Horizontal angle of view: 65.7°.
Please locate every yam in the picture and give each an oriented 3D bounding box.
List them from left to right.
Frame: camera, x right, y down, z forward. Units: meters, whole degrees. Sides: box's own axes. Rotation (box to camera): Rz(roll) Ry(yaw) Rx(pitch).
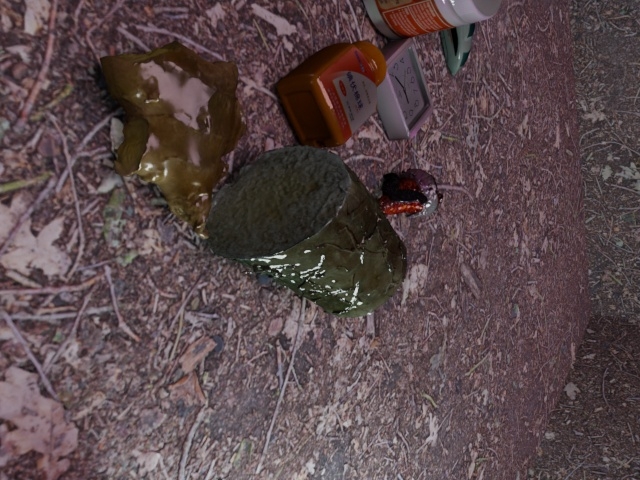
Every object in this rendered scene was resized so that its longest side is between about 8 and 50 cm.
[{"bbox_3d":[0.000,0.000,0.867,0.348,0.241,0.241,40,64,-50],"label":"yam"}]

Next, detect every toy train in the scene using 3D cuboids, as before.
[{"bbox_3d":[0.358,-0.650,1.326,0.086,0.088,0.407,-45,127,-37],"label":"toy train"}]

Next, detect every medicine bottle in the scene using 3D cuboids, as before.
[{"bbox_3d":[0.034,-0.295,0.964,0.222,0.112,0.149,-50,129,-34],"label":"medicine bottle"},{"bbox_3d":[0.244,-0.590,1.083,0.252,0.241,0.252,-7,99,-50],"label":"medicine bottle"}]

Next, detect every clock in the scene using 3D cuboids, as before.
[{"bbox_3d":[0.192,-0.358,1.180,0.150,0.063,0.197,-51,129,-32],"label":"clock"}]

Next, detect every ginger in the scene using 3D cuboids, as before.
[{"bbox_3d":[-0.194,-0.142,0.713,0.219,0.123,0.270,-26,123,-42],"label":"ginger"}]

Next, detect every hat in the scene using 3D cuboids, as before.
[{"bbox_3d":[0.174,-0.099,1.174,0.227,0.129,0.140,-22,69,-29],"label":"hat"}]
